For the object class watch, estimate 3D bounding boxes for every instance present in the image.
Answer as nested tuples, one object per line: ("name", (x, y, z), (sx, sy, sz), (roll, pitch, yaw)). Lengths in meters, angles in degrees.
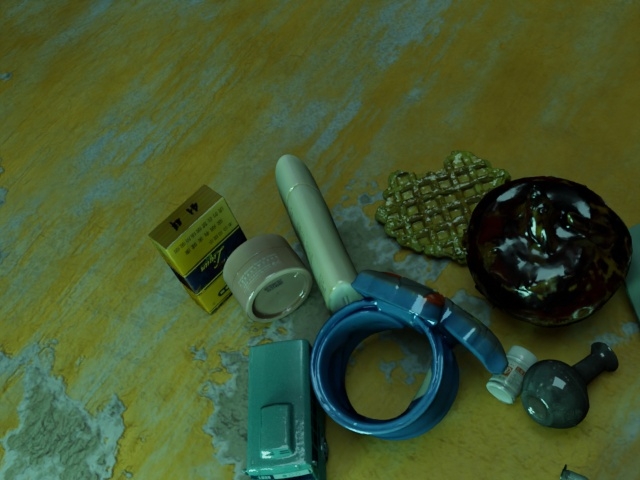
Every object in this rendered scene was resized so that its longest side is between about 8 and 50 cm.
("watch", (0.152, 0.222, 1.467), (0.305, 0.241, 0.274), (25, 82, 30))

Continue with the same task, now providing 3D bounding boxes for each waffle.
("waffle", (0.256, -0.078, 1.732), (0.291, 0.051, 0.291), (-8, 54, 11))

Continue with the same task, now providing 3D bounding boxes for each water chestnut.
("water chestnut", (0.391, 0.008, 1.495), (0.300, 0.300, 0.300), (-7, 55, 10))

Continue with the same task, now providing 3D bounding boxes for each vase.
("vase", (0.426, 0.237, 1.438), (0.183, 0.120, 0.120), (-30, 52, -25))

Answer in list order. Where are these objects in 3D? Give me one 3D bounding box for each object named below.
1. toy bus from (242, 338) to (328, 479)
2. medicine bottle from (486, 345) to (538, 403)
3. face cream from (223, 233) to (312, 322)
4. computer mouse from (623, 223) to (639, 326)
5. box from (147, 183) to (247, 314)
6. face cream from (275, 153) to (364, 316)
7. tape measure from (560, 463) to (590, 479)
("toy bus", (-0.060, 0.312, 1.488), (0.128, 0.147, 0.256), (-10, 53, 11))
("medicine bottle", (0.336, 0.235, 1.489), (0.057, 0.057, 0.089), (26, 66, 29))
("face cream", (-0.103, 0.074, 1.662), (0.149, 0.149, 0.104), (-32, 55, -8))
("computer mouse", (0.625, 0.082, 1.494), (0.159, 0.097, 0.288), (-12, 53, 4))
("box", (-0.223, 0.022, 1.678), (0.152, 0.237, 0.070), (-44, 52, -17))
("face cream", (0.000, 0.000, 1.672), (0.081, 0.173, 0.348), (-23, 52, -1))
("tape measure", (0.495, 0.468, 1.264), (0.330, 0.084, 0.164), (21, 66, 28))
